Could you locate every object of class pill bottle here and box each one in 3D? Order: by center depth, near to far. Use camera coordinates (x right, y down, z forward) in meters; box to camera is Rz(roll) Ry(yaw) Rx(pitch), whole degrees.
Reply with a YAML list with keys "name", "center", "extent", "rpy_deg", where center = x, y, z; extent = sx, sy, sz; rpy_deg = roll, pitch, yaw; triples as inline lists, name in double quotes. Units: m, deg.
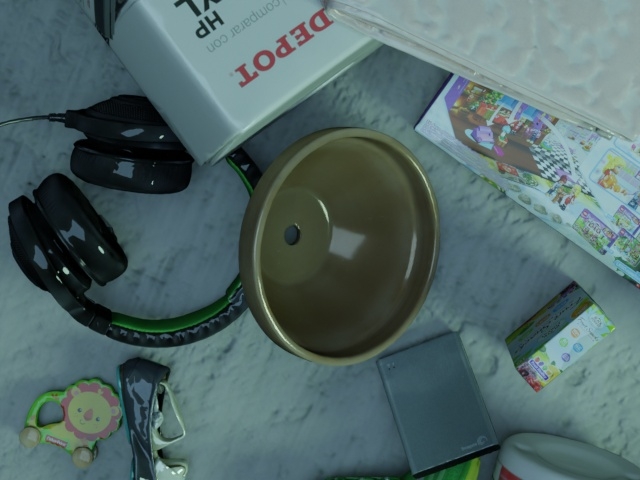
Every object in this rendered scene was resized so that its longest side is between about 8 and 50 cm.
- name: "pill bottle"
  center: [0.232, 0.359, 1.241]
  extent: [0.161, 0.161, 0.283]
  rpy_deg: [13, 99, 2]

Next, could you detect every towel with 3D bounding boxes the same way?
- name: "towel"
  center: [0.196, -0.291, 1.093]
  extent: [0.317, 0.053, 0.332]
  rpy_deg: [24, 77, -12]

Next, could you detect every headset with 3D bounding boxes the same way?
- name: "headset"
  center: [-0.232, -0.057, 1.250]
  extent: [0.394, 0.185, 0.243]
  rpy_deg: [35, 94, -17]

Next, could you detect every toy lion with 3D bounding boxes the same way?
- name: "toy lion"
  center: [-0.270, 0.194, 1.319]
  extent: [0.100, 0.034, 0.096]
  rpy_deg: [20, 92, 1]

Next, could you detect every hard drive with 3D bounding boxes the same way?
- name: "hard drive"
  center: [0.122, 0.172, 1.254]
  extent: [0.094, 0.022, 0.135]
  rpy_deg: [-21, 59, 6]

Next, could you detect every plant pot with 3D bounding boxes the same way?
- name: "plant pot"
  center: [0.000, 0.000, 1.209]
  extent: [0.237, 0.110, 0.237]
  rpy_deg: [-9, 105, -37]

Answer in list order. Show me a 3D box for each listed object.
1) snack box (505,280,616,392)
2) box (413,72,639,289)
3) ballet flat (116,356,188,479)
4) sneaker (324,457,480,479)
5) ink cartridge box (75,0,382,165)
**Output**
- name: "snack box"
  center: [0.240, 0.095, 1.214]
  extent: [0.100, 0.141, 0.037]
  rpy_deg: [-43, 92, 8]
- name: "box"
  center: [0.271, -0.112, 1.226]
  extent: [0.293, 0.057, 0.201]
  rpy_deg: [35, 99, -1]
- name: "ballet flat"
  center: [-0.179, 0.227, 1.298]
  extent: [0.074, 0.074, 0.203]
  rpy_deg: [-3, 95, 4]
- name: "sneaker"
  center: [0.045, 0.298, 1.271]
  extent: [0.295, 0.109, 0.123]
  rpy_deg: [-39, 94, 7]
- name: "ink cartridge box"
  center: [-0.102, -0.313, 1.123]
  extent: [0.285, 0.166, 0.395]
  rpy_deg: [-38, 95, -17]
